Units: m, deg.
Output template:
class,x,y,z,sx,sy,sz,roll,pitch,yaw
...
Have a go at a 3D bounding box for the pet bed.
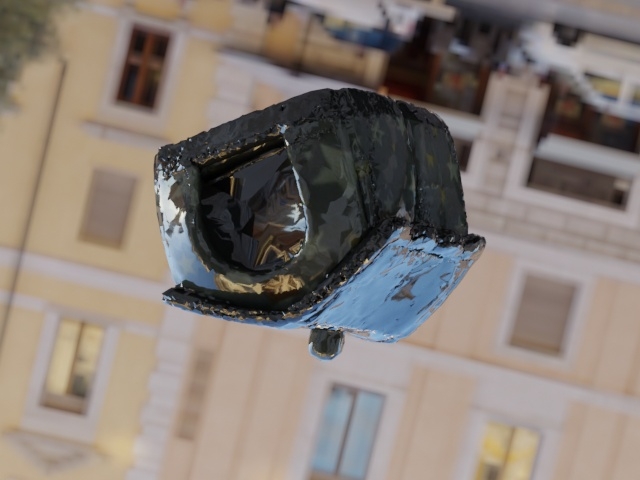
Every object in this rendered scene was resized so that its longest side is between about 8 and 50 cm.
class,x,y,z,sx,sy,sz,roll,pitch,yaw
pet bed,0.000,0.000,1.318,0.183,0.159,0.211,-18,170,23
